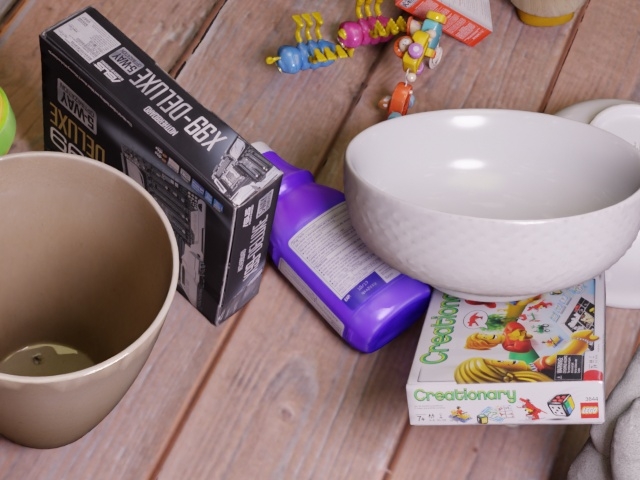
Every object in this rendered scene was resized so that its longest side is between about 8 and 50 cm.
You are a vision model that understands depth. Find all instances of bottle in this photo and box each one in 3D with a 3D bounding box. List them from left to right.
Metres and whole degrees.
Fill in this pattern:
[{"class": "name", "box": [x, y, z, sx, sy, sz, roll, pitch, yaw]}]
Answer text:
[{"class": "bottle", "box": [0.000, 0.000, 1.612, 0.118, 0.092, 0.283, -34, 68, -25]}]

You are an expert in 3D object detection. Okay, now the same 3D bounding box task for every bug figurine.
[{"class": "bug figurine", "box": [-0.010, -0.316, 1.840, 0.216, 0.072, 0.279, -10, 54, -24]}]

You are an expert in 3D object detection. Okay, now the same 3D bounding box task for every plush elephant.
[{"class": "plush elephant", "box": [0.386, 0.276, 1.397, 0.255, 0.272, 0.330, 37, 86, 31]}]

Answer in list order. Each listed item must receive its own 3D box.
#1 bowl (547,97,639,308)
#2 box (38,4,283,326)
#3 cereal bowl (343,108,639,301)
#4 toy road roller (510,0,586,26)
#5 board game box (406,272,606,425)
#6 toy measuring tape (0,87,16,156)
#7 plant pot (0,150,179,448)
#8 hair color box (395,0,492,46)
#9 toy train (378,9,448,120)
[{"class": "bowl", "box": [0.376, -0.074, 1.705, 0.298, 0.134, 0.298, 4, 56, -6]}, {"class": "box", "box": [-0.186, -0.080, 1.544, 0.307, 0.242, 0.076, 42, 59, 17]}, {"class": "cereal bowl", "box": [0.191, -0.029, 1.532, 0.339, 0.141, 0.339, 0, 26, 0]}, {"class": "toy road roller", "box": [0.239, -0.460, 1.913, 0.240, 0.202, 0.329, -5, 51, 1]}, {"class": "board game box", "box": [0.208, 0.103, 1.482, 0.193, 0.053, 0.305, -3, 21, 12]}, {"class": "toy measuring tape", "box": [-0.418, -0.082, 1.589, 0.121, 0.121, 0.330, 5, 63, -6]}, {"class": "plant pot", "box": [-0.277, 0.093, 1.389, 0.256, 0.274, 0.256, 4, 56, -6]}, {"class": "hair color box", "box": [0.165, -0.324, 1.856, 0.141, 0.043, 0.072, 24, 48, -31]}, {"class": "toy train", "box": [0.115, -0.227, 1.778, 0.046, 0.125, 0.166, 20, 47, 11]}]
